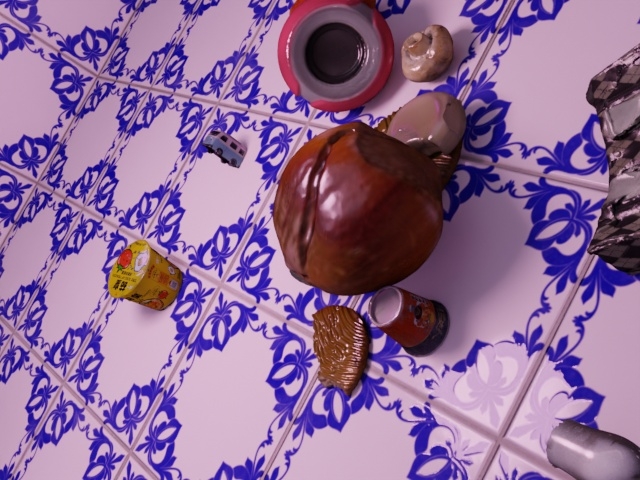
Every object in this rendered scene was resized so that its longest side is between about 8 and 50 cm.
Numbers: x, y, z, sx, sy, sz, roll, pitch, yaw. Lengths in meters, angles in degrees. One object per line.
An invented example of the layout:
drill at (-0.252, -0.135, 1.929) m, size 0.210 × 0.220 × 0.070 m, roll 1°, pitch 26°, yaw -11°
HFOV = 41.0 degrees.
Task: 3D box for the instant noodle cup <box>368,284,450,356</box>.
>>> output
instant noodle cup at (0.169, 0.152, 1.699) m, size 0.127 × 0.136 × 0.127 m, roll -25°, pitch 50°, yaw 34°

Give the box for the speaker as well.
speaker at (0.032, -0.474, 2.143) m, size 0.294 × 0.294 × 0.294 m, roll -26°, pitch 48°, yaw 34°

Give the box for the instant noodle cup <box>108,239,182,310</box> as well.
instant noodle cup at (-0.487, 0.108, 2.422) m, size 0.182 × 0.144 × 0.182 m, roll -27°, pitch 46°, yaw 33°

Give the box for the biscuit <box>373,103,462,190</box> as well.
biscuit at (0.191, -0.187, 1.979) m, size 0.318 × 0.040 × 0.317 m, roll -25°, pitch 49°, yaw 33°

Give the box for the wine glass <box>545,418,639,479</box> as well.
wine glass at (0.455, 0.347, 1.296) m, size 0.222 × 0.103 × 0.103 m, roll 22°, pitch 82°, yaw 51°

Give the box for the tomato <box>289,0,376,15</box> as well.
tomato at (0.037, -0.606, 2.293) m, size 0.237 × 0.237 × 0.095 m, roll -26°, pitch 68°, yaw 34°

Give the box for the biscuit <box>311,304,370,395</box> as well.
biscuit at (0.030, 0.229, 1.880) m, size 0.229 × 0.031 × 0.176 m, roll 30°, pitch 87°, yaw 51°

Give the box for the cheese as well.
cheese at (0.192, -0.232, 1.916) m, size 0.286 × 0.082 × 0.163 m, roll -21°, pitch 51°, yaw 40°

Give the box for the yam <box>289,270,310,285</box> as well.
yam at (0.000, 0.000, 1.975) m, size 0.154 × 0.154 × 0.254 m, roll -23°, pitch 51°, yaw 36°

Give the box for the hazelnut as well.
hazelnut at (0.078, -0.056, 1.754) m, size 0.372 × 0.315 × 0.372 m, roll -16°, pitch 56°, yaw 25°

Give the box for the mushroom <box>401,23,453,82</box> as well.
mushroom at (0.251, -0.442, 2.027) m, size 0.148 × 0.112 × 0.148 m, roll -24°, pitch 44°, yaw 26°

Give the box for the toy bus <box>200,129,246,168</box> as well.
toy bus at (-0.276, -0.268, 2.465) m, size 0.060 × 0.123 × 0.075 m, roll 20°, pitch 77°, yaw 51°

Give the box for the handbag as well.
handbag at (0.595, -0.169, 1.445) m, size 0.317 × 0.180 × 0.416 m, roll -27°, pitch 48°, yaw 49°
